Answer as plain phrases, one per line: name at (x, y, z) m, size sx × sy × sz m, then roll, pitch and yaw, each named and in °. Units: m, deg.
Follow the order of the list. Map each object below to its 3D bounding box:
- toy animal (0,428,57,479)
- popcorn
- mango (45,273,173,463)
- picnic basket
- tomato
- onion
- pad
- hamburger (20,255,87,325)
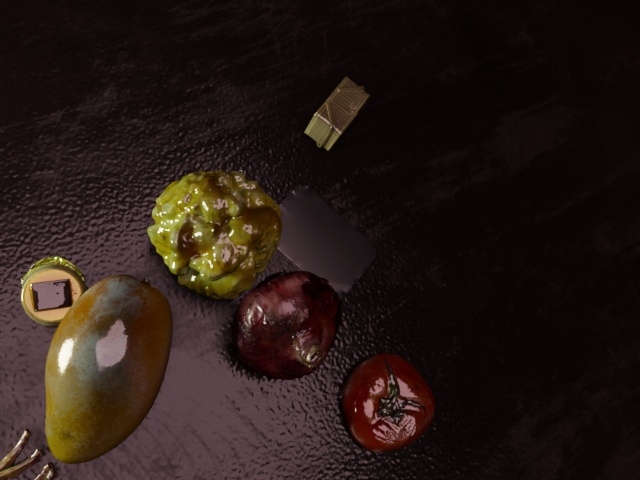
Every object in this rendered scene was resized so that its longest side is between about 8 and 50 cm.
toy animal at (-0.641, 0.445, 1.058) m, size 0.276 × 0.054 × 0.149 m, roll -6°, pitch 76°, yaw -18°
popcorn at (-0.227, -0.020, 1.207) m, size 0.282 × 0.247 × 0.281 m, roll 1°, pitch 78°, yaw -5°
mango at (-0.418, 0.250, 1.105) m, size 0.222 × 0.199 × 0.383 m, roll 24°, pitch 82°, yaw -20°
picnic basket at (0.041, -0.318, 1.430) m, size 0.079 × 0.115 × 0.164 m, roll 37°, pitch 68°, yaw -3°
tomato at (0.163, 0.375, 1.301) m, size 0.228 × 0.101 × 0.227 m, roll 3°, pitch 77°, yaw -14°
onion at (-0.059, 0.192, 1.199) m, size 0.252 × 0.219 × 0.252 m, roll -18°, pitch 126°, yaw -26°
pad at (0.000, 0.000, 1.396) m, size 0.267 × 0.004 × 0.181 m, roll 42°, pitch 68°, yaw -4°
hamburger at (-0.545, 0.104, 1.160) m, size 0.127 × 0.081 × 0.141 m, roll -25°, pitch 97°, yaw -19°
